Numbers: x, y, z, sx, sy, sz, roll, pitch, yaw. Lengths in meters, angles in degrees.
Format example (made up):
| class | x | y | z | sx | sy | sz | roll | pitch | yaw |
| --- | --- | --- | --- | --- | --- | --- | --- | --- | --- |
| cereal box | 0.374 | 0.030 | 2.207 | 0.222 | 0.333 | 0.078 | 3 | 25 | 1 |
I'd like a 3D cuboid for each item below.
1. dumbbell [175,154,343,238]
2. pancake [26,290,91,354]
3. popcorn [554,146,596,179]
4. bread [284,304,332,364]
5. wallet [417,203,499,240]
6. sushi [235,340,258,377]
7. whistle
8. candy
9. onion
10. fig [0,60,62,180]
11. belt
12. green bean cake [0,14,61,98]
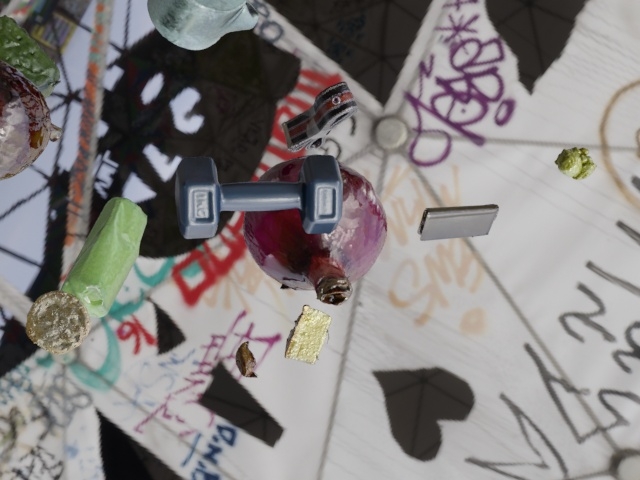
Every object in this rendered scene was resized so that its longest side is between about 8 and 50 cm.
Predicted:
| class | x | y | z | sx | sy | sz | roll | pitch | yaw |
| --- | --- | --- | --- | --- | --- | --- | --- | --- | --- |
| dumbbell | -0.118 | -0.084 | 1.553 | 0.156 | 0.317 | 0.143 | -103 | -165 | -45 |
| pancake | -0.608 | 0.189 | 1.866 | 0.151 | 0.152 | 0.025 | -59 | -169 | 5 |
| popcorn | 0.524 | -0.156 | 1.660 | 0.068 | 0.083 | 0.059 | -48 | 152 | -31 |
| bread | -0.022 | 0.211 | 1.799 | 0.080 | 0.084 | 0.109 | -82 | -165 | -52 |
| wallet | 0.355 | -0.048 | 2.089 | 0.110 | 0.198 | 0.031 | 100 | -19 | -47 |
| sushi | -0.183 | 0.299 | 2.004 | 0.050 | 0.047 | 0.099 | -42 | -122 | 54 |
| whistle | -0.326 | -0.608 | 1.823 | 0.188 | 0.404 | 0.168 | -49 | -170 | -35 |
| candy | -0.555 | 0.042 | 2.104 | 0.132 | 0.142 | 0.343 | 124 | -15 | -45 |
| onion | 0.000 | 0.000 | 1.821 | 0.347 | 0.348 | 0.385 | -51 | -146 | 27 |
| fig | -0.565 | -0.212 | 1.457 | 0.216 | 0.217 | 0.321 | -58 | 176 | 8 |
| belt | -0.001 | -0.344 | 2.289 | 0.359 | 0.126 | 0.094 | -27 | -104 | 62 |
| green bean cake | -0.897 | -0.468 | 2.261 | 0.250 | 0.247 | 0.156 | -46 | -169 | -32 |
